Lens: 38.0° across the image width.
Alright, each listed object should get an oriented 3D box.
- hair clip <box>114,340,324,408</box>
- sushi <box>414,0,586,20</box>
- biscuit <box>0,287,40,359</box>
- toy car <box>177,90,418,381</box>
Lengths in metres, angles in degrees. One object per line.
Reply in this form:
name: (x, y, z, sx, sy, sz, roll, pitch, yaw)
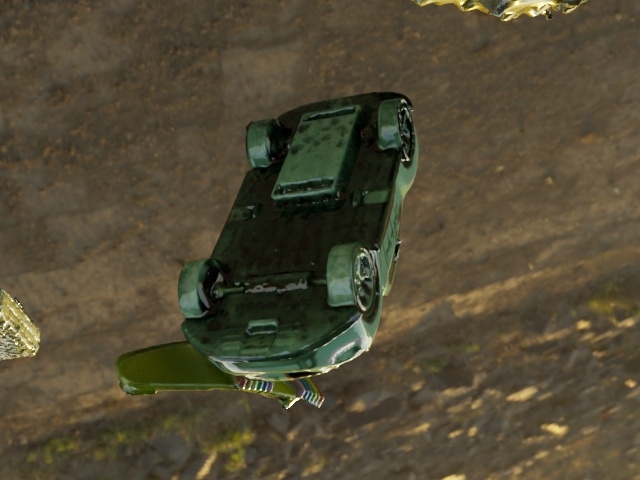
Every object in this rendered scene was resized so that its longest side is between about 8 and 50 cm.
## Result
hair clip: (-0.072, 0.097, 0.703, 0.188, 0.060, 0.033, 12, 119, -46)
sushi: (0.166, -0.404, 0.848, 0.351, 0.240, 0.396, 26, 134, -8)
biscuit: (-0.360, 0.077, 0.814, 0.199, 0.040, 0.121, -2, 154, -1)
toy car: (0.000, 0.000, 0.727, 0.136, 0.306, 0.125, -7, 131, 21)
